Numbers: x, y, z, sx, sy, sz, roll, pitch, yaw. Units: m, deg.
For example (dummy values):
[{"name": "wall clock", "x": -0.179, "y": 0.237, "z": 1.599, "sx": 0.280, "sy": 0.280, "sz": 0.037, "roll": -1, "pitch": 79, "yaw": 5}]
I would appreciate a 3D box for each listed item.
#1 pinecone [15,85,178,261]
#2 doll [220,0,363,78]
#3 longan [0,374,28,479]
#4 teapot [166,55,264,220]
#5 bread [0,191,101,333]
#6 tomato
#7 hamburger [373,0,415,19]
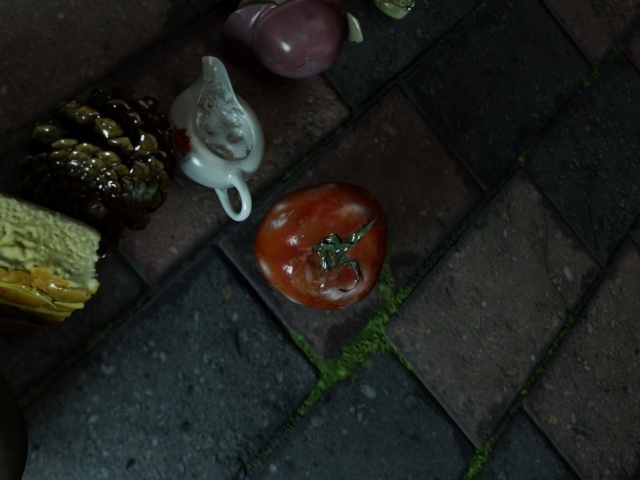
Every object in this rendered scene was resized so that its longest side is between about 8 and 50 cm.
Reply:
[{"name": "pinecone", "x": -0.258, "y": -0.093, "z": 1.282, "sx": 0.169, "sy": 0.185, "sz": 0.212, "roll": 38, "pitch": 33, "yaw": 2}, {"name": "doll", "x": -0.061, "y": -0.352, "z": 1.573, "sx": 0.152, "sy": 0.196, "sz": 0.256, "roll": 35, "pitch": 34, "yaw": -69}, {"name": "longan", "x": -0.385, "y": 0.198, "z": 1.040, "sx": 0.198, "sy": 0.198, "sz": 0.212, "roll": -11, "pitch": 73, "yaw": -40}, {"name": "teapot", "x": -0.141, "y": -0.130, "z": 1.441, "sx": 0.145, "sy": 0.092, "sz": 0.226, "roll": -12, "pitch": 78, "yaw": -37}, {"name": "bread", "x": -0.391, "y": 0.012, "z": 1.127, "sx": 0.275, "sy": 0.185, "sz": 0.114, "roll": 19, "pitch": 64, "yaw": -29}, {"name": "tomato", "x": 0.000, "y": 0.000, "z": 1.438, "sx": 0.187, "sy": 0.151, "sz": 0.187, "roll": -5, "pitch": 109, "yaw": -15}, {"name": "hamburger", "x": 0.106, "y": -0.459, "z": 1.797, "sx": 0.102, "sy": 0.087, "sz": 0.176, "roll": 14, "pitch": 68, "yaw": -18}]
